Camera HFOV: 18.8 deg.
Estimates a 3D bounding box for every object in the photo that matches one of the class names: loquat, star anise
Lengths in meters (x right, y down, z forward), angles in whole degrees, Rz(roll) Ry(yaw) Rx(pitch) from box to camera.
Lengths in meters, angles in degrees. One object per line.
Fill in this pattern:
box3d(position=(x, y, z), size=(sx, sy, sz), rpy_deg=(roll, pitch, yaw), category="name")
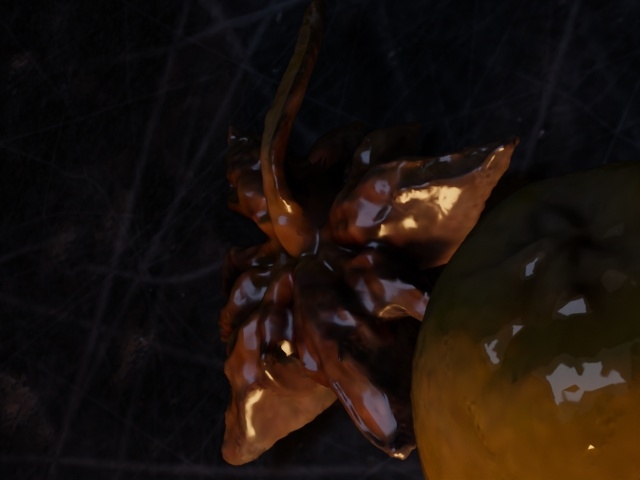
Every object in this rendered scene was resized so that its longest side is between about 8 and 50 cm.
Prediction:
box3d(position=(0.188, 0.103, 1.082), size=(0.276, 0.284, 0.276), rpy_deg=(-26, 31, 17), category="loquat")
box3d(position=(0.002, 0.001, 1.396), size=(0.292, 0.109, 0.350), rpy_deg=(19, 87, 37), category="star anise")
